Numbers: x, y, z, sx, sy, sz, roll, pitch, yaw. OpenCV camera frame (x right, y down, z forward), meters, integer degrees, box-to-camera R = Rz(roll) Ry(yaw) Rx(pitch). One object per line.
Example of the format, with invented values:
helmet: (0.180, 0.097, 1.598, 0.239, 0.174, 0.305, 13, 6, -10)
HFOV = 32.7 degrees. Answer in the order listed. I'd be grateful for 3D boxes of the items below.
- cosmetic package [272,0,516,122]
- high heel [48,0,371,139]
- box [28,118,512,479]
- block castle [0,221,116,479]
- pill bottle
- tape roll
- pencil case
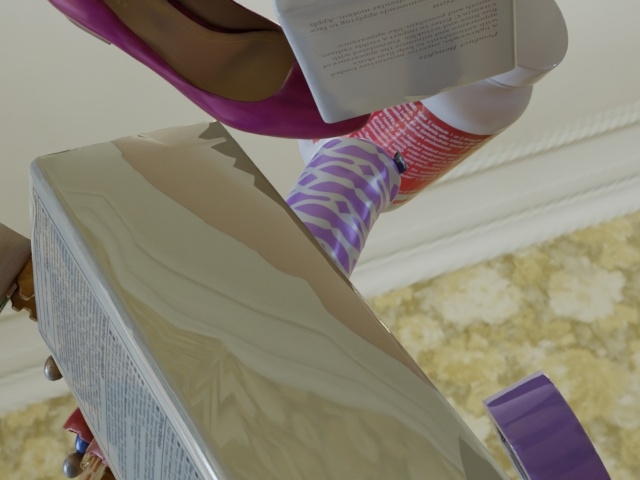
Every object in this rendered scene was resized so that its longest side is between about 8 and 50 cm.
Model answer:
cosmetic package: (0.043, -0.198, 0.754, 0.151, 0.151, 0.183, -15, -18, 5)
high heel: (-0.119, -0.211, 1.123, 0.377, 0.127, 0.181, 19, -10, 1)
box: (-0.042, 0.086, 0.575, 0.121, 0.311, 0.148, -16, -42, -27)
block castle: (-0.306, 0.153, 1.232, 0.303, 0.453, 0.212, 32, -104, -12)
pill bottle: (0.155, -0.217, 1.573, 0.229, 0.229, 0.408, 11, -28, -28)
tape roll: (0.267, 0.251, 1.266, 0.080, 0.189, 0.189, -29, -45, 1)
pencil case: (0.000, 0.000, 0.919, 0.086, 0.206, 0.088, 0, -50, 33)
